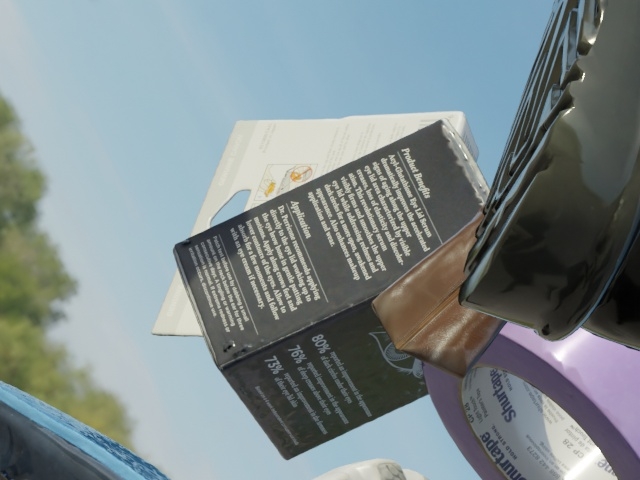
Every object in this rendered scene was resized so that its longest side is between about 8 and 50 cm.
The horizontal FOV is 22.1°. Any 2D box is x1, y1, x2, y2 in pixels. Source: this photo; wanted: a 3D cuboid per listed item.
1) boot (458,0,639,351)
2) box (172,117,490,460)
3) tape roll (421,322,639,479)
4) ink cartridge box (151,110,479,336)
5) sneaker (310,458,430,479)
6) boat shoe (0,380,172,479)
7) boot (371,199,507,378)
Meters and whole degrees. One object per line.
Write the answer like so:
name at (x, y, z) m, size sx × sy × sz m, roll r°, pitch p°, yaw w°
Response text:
boot at (0.217, -0.066, 0.582) m, size 0.260 × 0.348 × 0.131 m, roll 22°, pitch -21°, yaw 0°
box at (0.029, 0.036, 1.106) m, size 0.153 × 0.207 × 0.108 m, roll 64°, pitch 2°, yaw -55°
tape roll at (0.152, 0.098, 0.936) m, size 0.189 × 0.080 × 0.189 m, roll 40°, pitch -25°, yaw 23°
ink cartridge box at (0.000, 0.000, 1.505) m, size 0.060 × 0.239 × 0.275 m, roll 64°, pitch 35°, yaw -43°
sneaker at (-0.065, 0.140, 0.315) m, size 0.115 × 0.281 × 0.105 m, roll -37°, pitch -102°, yaw 37°
boat shoe at (-0.134, 0.147, 0.871) m, size 0.258 × 0.089 × 0.109 m, roll 27°, pitch -6°, yaw 39°
boot at (0.091, 0.026, 0.707) m, size 0.106 × 0.114 × 0.037 m, roll 37°, pitch -18°, yaw 33°
